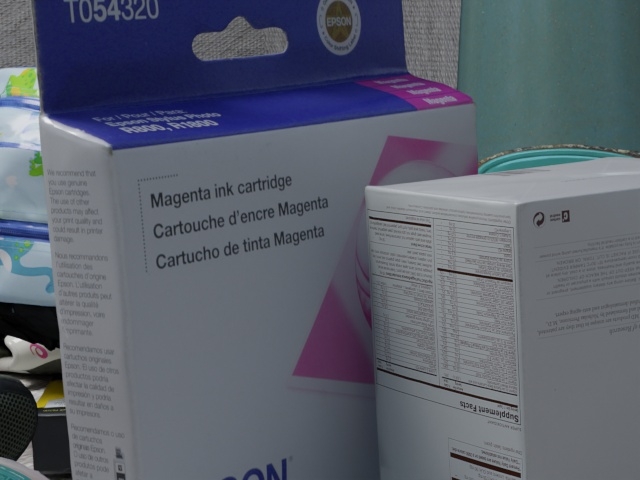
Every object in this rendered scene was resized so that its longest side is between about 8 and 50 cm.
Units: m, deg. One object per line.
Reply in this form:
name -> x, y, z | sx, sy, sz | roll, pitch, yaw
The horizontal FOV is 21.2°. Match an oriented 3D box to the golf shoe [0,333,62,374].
golf shoe -> -0.278, 0.060, 1.523 | 0.120, 0.105, 0.273 | -15, 14, -35

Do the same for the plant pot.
plant pot -> 0.295, -0.147, 1.943 | 0.341, 0.334, 0.341 | -2, 8, 0

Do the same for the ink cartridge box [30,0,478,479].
ink cartridge box -> -0.019, 0.002, 1.020 | 0.071, 0.330, 0.324 | 4, 11, 41

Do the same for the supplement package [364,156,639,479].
supplement package -> 0.147, 0.063, 0.979 | 0.194, 0.203, 0.149 | -7, 9, -31

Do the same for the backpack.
backpack -> -0.120, -0.007, 1.304 | 0.356, 0.273, 0.290 | -11, 15, -42

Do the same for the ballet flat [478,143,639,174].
ballet flat -> 0.364, 0.015, 1.529 | 0.483, 0.164, 0.182 | 5, -12, 14

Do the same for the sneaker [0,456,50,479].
sneaker -> -0.262, 0.167, 0.779 | 0.302, 0.108, 0.121 | -9, 7, 14

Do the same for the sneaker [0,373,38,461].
sneaker -> -0.217, 0.142, 0.993 | 0.130, 0.087, 0.227 | 4, 13, 29

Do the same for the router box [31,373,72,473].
router box -> -0.106, 0.124, 1.198 | 0.179, 0.046, 0.133 | -3, 8, -1
